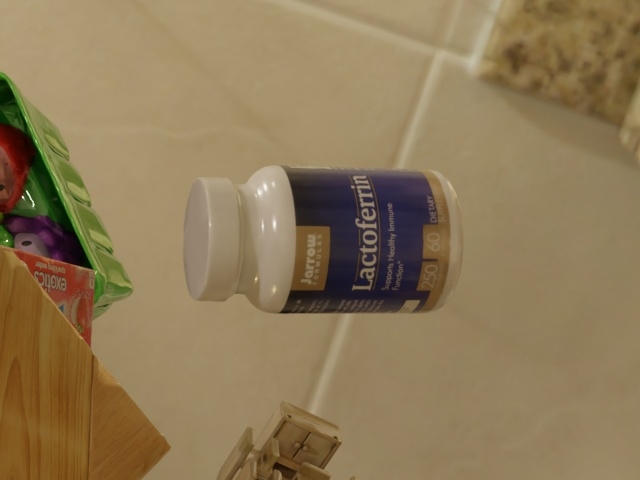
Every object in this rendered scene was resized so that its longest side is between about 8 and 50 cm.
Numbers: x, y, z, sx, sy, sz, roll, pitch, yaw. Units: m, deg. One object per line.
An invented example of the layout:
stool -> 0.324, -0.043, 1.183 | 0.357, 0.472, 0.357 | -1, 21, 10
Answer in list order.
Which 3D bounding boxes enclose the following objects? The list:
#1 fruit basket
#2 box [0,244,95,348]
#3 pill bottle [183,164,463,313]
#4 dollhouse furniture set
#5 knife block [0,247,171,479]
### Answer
fruit basket -> -0.470, -0.015, 1.876 | 0.283, 0.392, 0.392 | -33, 18, 17
box -> -0.350, 0.080, 1.542 | 0.257, 0.122, 0.128 | 30, -119, -73
pill bottle -> 0.000, 0.000, 1.454 | 0.153, 0.264, 0.153 | 180, 90, -73
dollhouse furniture set -> -0.046, 0.362, 1.944 | 0.161, 0.212, 0.242 | -58, 16, 20
knife block -> -0.238, 0.175, 0.983 | 0.242, 0.276, 0.088 | -42, 7, -37
